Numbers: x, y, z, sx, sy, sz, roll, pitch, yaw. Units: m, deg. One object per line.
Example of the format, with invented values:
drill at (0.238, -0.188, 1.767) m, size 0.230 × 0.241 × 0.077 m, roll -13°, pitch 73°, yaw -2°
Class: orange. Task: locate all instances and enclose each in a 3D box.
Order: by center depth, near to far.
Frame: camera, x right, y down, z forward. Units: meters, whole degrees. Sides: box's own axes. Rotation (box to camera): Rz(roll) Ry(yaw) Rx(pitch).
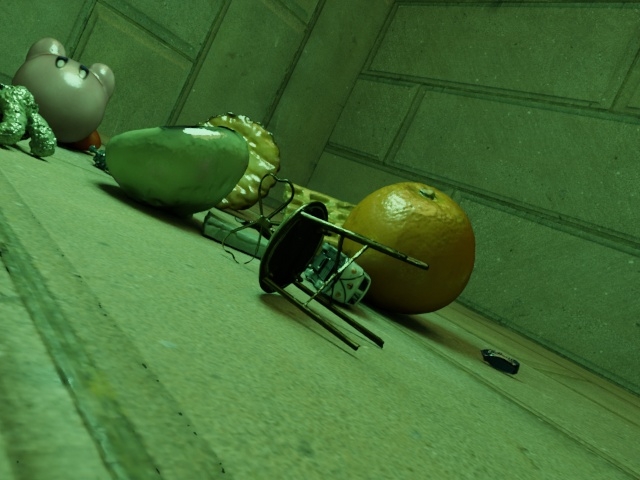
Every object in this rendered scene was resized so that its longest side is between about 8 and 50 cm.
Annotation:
orange at (0.192, 0.017, 1.102) m, size 0.312 × 0.312 × 0.312 m, roll 26°, pitch 3°, yaw -1°

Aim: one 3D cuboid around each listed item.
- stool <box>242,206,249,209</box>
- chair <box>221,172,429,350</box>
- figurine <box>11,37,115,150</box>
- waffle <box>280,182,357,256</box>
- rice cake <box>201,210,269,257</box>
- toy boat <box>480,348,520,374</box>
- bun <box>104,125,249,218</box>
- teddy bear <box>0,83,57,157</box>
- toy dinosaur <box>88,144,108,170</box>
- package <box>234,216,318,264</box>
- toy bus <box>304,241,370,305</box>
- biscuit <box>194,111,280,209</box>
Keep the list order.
stool at (-0.360, -0.225, 1.833) m, size 0.179 × 0.179 × 0.264 m, roll 27°, pitch 4°, yaw 26°
chair at (-0.030, 0.014, 0.692) m, size 0.326 × 0.160 × 0.170 m, roll 31°, pitch 4°, yaw 24°
figurine at (-0.673, -0.345, 1.255) m, size 0.270 × 0.261 × 0.211 m, roll 25°, pitch 30°, yaw -30°
waffle at (0.025, -0.045, 1.496) m, size 0.304 × 0.077 × 0.348 m, roll 16°, pitch 28°, yaw -16°
rice cake at (-0.138, 0.004, 0.995) m, size 0.211 × 0.038 × 0.124 m, roll 26°, pitch 2°, yaw -18°
toy boat at (0.370, 0.248, 1.011) m, size 0.083 × 0.038 × 0.038 m, roll 26°, pitch 3°, yaw 18°
bun at (-0.278, -0.131, 0.982) m, size 0.283 × 0.179 × 0.283 m, roll -4°, pitch 5°, yaw 0°
teddy bear at (-0.583, -0.242, 0.886) m, size 0.213 × 0.111 × 0.133 m, roll 28°, pitch 0°, yaw 13°
toy dinosaur at (-0.527, -0.197, 1.193) m, size 0.154 × 0.049 × 0.055 m, roll 34°, pitch 10°, yaw 35°
package at (-0.086, 0.010, 1.137) m, size 0.239 × 0.030 × 0.154 m, roll 33°, pitch -9°, yaw -22°
toy bus at (0.034, 0.067, 0.938) m, size 0.089 × 0.087 × 0.194 m, roll 35°, pitch -1°, yaw -14°
biscuit at (-0.297, -0.260, 1.635) m, size 0.326 × 0.325 × 0.107 m, roll 25°, pitch -4°, yaw -10°
